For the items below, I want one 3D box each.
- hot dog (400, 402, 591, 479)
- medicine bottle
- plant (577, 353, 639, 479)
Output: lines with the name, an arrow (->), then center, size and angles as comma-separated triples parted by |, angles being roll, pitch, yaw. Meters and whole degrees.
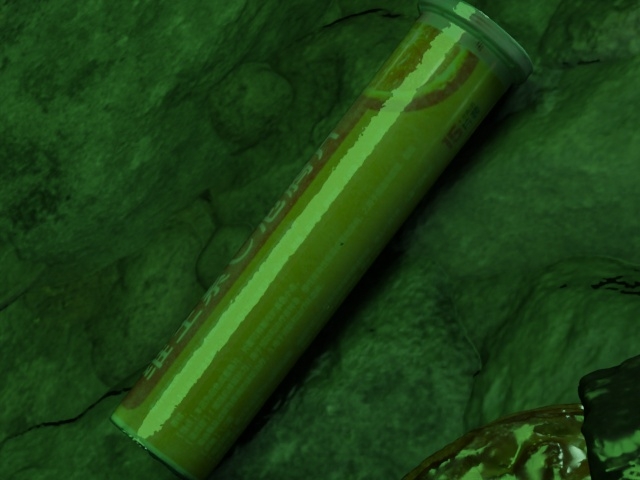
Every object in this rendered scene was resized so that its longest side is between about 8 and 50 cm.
hot dog -> 0.131, 0.222, 1.201 | 0.272, 0.122, 0.196 | -40, 50, 7
medicine bottle -> 0.000, 0.000, 1.463 | 0.108, 0.108, 0.426 | 31, 81, 44
plant -> 0.309, 0.136, 1.039 | 0.320, 0.182, 0.194 | -9, 29, 8
